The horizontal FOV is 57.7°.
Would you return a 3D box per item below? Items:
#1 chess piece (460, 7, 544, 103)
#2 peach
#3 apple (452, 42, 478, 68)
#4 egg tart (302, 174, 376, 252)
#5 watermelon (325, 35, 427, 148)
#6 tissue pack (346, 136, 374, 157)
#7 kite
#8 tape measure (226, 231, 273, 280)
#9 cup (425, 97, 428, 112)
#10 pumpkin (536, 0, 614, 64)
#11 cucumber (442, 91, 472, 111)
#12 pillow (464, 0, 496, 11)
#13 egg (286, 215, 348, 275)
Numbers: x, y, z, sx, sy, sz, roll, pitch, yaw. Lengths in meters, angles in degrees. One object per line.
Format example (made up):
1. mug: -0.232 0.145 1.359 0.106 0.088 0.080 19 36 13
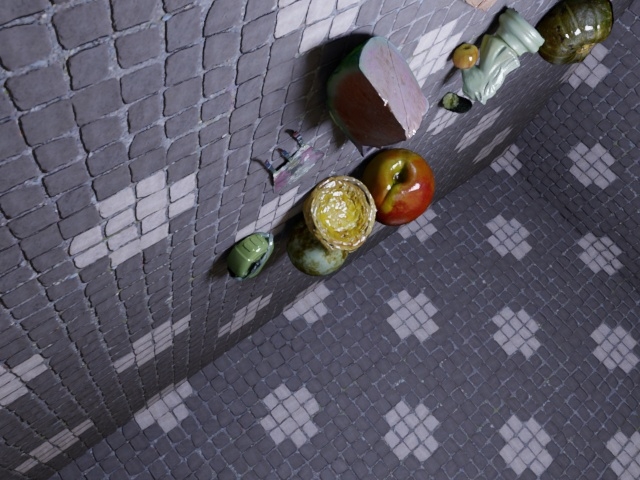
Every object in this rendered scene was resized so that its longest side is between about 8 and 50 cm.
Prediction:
1. chess piece: 0.586 -0.613 1.959 0.298 0.175 0.176 -47 165 22
2. peach: 0.290 -0.204 2.244 0.308 0.307 0.332 -39 177 -6
3. apple: 0.473 -0.603 1.899 0.084 0.084 0.071 -35 139 -23
4. egg tart: 0.067 -0.089 2.084 0.291 0.290 0.107 -35 -174 -21
5. watermelon: 0.115 -0.358 1.485 0.222 0.292 0.319 -23 -149 31
6. tissue pack: 0.154 -0.365 1.756 0.149 0.092 0.246 -39 167 -2
7. kite: -0.082 -0.233 1.697 0.204 0.022 0.360 -40 171 -1
8. tape measure: -0.241 0.057 2.009 0.200 0.106 0.175 -51 167 31
9. cup: 0.297 -0.451 1.949 0.104 0.074 0.116 -15 177 31
10. pumpkin: 0.964 -0.838 2.292 0.233 0.241 0.325 -7 163 -11
11. cucumber: 0.559 -0.545 2.329 0.072 0.072 0.300 -47 165 25
12. pillow: 0.475 -0.709 1.640 0.126 0.043 0.233 -42 170 31
13. egg: 0.000 0.000 2.222 0.289 0.238 0.238 -60 178 -32
